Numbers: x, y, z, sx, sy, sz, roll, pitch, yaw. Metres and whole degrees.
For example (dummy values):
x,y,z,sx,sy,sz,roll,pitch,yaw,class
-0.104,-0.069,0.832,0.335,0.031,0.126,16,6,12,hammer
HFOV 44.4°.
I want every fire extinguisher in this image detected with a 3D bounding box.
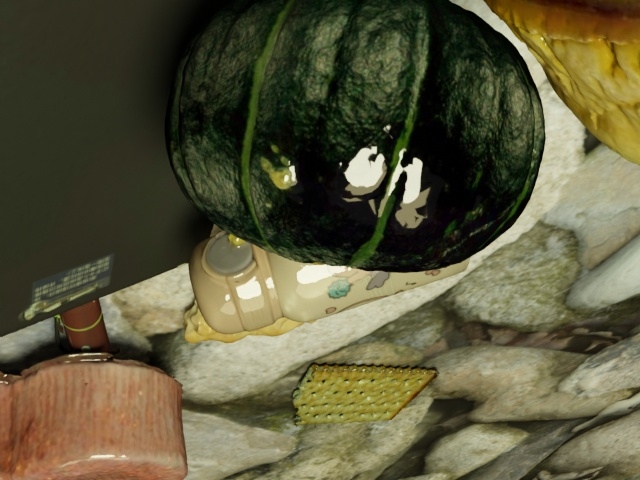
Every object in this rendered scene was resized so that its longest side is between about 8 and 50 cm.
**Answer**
x,y,z,sx,sy,sz,roll,pitch,yaw,class
-0.218,0.081,0.723,0.056,0.039,0.132,-4,142,-10,fire extinguisher

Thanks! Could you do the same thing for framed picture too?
x,y,z,sx,sy,sz,roll,pitch,yaw,class
-0.144,-0.058,0.514,0.255,0.014,0.338,-24,152,-38,framed picture

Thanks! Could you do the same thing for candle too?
x,y,z,sx,sy,sz,roll,pitch,yaw,class
-0.293,0.232,0.789,0.317,0.131,0.287,-4,151,-9,candle

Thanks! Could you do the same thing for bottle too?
x,y,z,sx,sy,sz,roll,pitch,yaw,class
0.002,0.007,0.606,0.209,0.097,0.110,-18,152,-6,bottle

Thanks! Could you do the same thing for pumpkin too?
x,y,z,sx,sy,sz,roll,pitch,yaw,class
0.019,-0.063,0.466,0.220,0.220,0.162,12,94,-36,pumpkin

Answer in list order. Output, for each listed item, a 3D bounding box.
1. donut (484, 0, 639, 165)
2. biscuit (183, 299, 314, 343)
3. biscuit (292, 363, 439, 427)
x,y,z,sx,sy,sz,roll,pitch,yaw,class
0.223,-0.184,0.363,0.330,0.330,0.160,-38,134,23,donut
0.000,0.000,0.715,0.204,0.040,0.309,0,139,-29,biscuit
0.045,0.204,1.027,0.203,0.016,0.144,6,137,-32,biscuit
